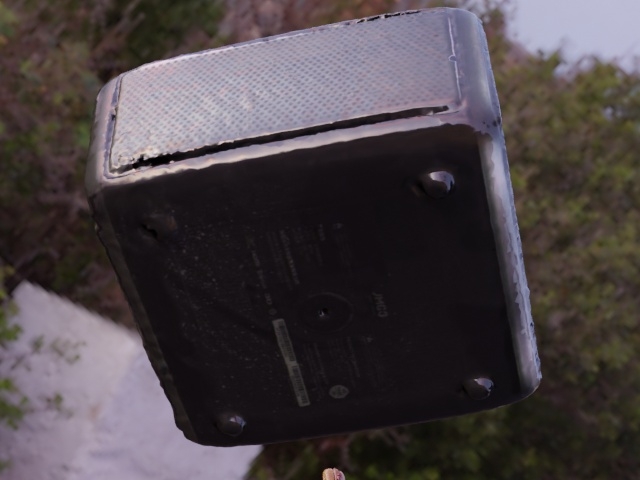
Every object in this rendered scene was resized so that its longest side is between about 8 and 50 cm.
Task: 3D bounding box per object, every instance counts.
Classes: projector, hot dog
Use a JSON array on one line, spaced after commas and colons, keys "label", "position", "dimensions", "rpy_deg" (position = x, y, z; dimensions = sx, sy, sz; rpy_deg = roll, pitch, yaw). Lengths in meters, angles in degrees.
[{"label": "projector", "position": [0.000, 0.000, 1.523], "dimensions": [0.242, 0.405, 0.395], "rpy_deg": [-92, 169, -49]}, {"label": "hot dog", "position": [0.021, 0.342, 1.993], "dimensions": [0.037, 0.021, 0.083], "rpy_deg": [16, 42, -23]}]
